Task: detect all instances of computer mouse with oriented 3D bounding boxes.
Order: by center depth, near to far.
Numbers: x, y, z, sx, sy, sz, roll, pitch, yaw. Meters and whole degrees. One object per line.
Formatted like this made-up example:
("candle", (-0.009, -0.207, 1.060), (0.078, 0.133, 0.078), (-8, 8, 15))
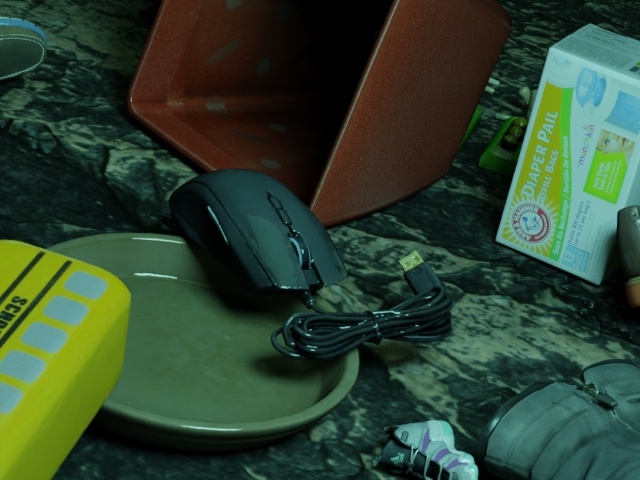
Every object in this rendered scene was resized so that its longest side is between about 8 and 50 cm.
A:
("computer mouse", (0.000, 0.000, 1.542), (0.184, 0.060, 0.262), (-4, 33, -30))

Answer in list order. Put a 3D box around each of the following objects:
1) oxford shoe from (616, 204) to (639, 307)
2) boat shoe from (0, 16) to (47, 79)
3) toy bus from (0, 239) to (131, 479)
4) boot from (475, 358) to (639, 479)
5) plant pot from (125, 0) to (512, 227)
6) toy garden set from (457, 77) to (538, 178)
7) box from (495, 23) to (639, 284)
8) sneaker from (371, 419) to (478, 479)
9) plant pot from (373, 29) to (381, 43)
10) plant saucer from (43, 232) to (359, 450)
("oxford shoe", (0.359, -0.013, 1.737), (0.097, 0.098, 0.271), (-20, -3, 37))
("boat shoe", (-0.337, -0.161, 1.774), (0.183, 0.066, 0.066), (-13, 42, -25))
("toy bus", (-0.242, 0.130, 1.180), (0.130, 0.108, 0.333), (19, 35, 9))
("boot", (0.190, 0.191, 1.335), (0.222, 0.118, 0.338), (26, 25, 38))
("plant pot", (0.020, -0.177, 1.785), (0.235, 0.267, 0.267), (3, 27, -48))
("toy garden set", (0.184, -0.139, 1.985), (0.244, 0.049, 0.204), (20, 28, 10))
("box", (0.252, -0.079, 1.740), (0.114, 0.203, 0.103), (23, 28, 21))
("sneaker", (0.072, 0.164, 1.383), (0.069, 0.038, 0.098), (3, 20, -18))
("plant pot", (-0.041, -0.318, 2.011), (0.271, 0.272, 0.255), (4, 43, -19))
("plant saucer", (-0.108, 0.079, 1.450), (0.277, 0.041, 0.278), (11, 27, -6))
